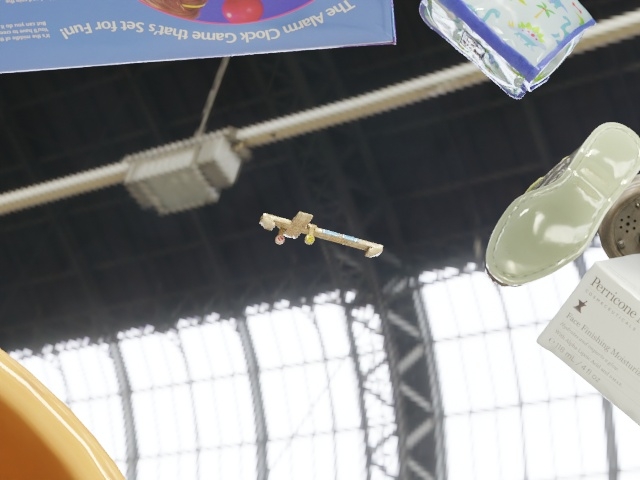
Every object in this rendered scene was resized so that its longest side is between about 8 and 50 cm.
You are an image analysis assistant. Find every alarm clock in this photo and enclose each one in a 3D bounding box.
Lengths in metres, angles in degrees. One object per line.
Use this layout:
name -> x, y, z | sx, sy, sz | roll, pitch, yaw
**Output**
alarm clock -> 0.413, -0.035, 1.657 | 0.129, 0.064, 0.192 | -27, -86, 15

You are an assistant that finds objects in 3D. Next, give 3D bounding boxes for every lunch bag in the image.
lunch bag -> 0.164, -0.199, 1.161 | 0.129, 0.151, 0.096 | 42, -65, 6

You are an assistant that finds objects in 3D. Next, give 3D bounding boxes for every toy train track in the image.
toy train track -> 0.000, 0.000, 0.855 | 0.083, 0.014, 0.048 | 15, -21, -11

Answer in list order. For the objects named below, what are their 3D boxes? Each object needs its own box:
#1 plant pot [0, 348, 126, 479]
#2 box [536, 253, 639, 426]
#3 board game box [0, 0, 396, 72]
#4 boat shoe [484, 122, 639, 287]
plant pot -> -0.180, 0.173, 0.333 | 0.291, 0.290, 0.203 | 15, -38, 0
box -> 0.370, 0.115, 1.440 | 0.181, 0.182, 0.119 | 41, -69, 23
board game box -> -0.132, -0.223, 0.810 | 0.347, 0.078, 0.233 | -4, -41, 3
boat shoe -> 0.237, -0.025, 1.281 | 0.081, 0.228, 0.068 | 45, -25, 7
